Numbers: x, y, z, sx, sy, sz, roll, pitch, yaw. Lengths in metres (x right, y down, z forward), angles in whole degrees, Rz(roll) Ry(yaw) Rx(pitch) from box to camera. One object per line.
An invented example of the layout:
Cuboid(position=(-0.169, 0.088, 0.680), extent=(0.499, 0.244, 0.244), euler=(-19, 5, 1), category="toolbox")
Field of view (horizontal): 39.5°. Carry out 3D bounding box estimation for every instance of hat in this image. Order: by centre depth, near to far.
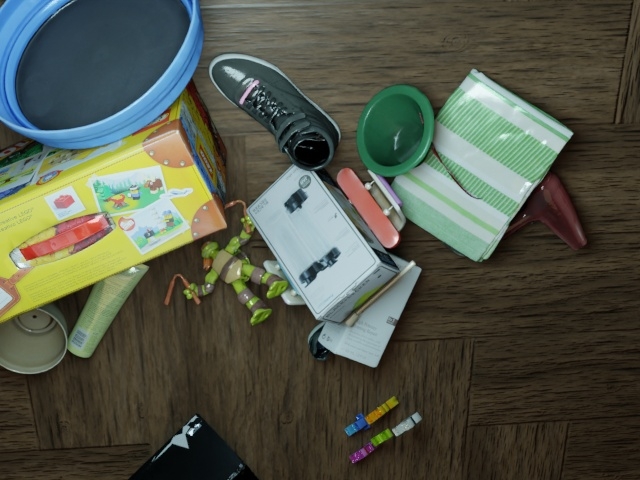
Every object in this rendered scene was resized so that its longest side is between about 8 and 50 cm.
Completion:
Cuboid(position=(0.192, -0.183, 1.762), extent=(0.173, 0.208, 0.184), euler=(-12, 163, 35), category="hat")

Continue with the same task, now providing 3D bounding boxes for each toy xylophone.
Cuboid(position=(0.052, 0.019, 1.782), extent=(0.322, 0.236, 0.081), euler=(-49, 149, 11), category="toy xylophone")

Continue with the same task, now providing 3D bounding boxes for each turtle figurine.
Cuboid(position=(-0.181, 0.072, 1.811), extent=(0.217, 0.087, 0.269), euler=(40, 96, 23), category="turtle figurine")

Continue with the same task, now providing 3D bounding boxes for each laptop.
Cuboid(position=(-0.282, 0.577, 2.067), extent=(0.234, 0.137, 0.264), euler=(-43, 141, -15), category="laptop")

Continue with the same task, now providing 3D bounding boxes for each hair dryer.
Cuboid(position=(0.415, -0.053, 1.853), extent=(0.294, 0.080, 0.223), euler=(16, 117, 2), category="hair dryer")

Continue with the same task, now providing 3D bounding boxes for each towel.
Cuboid(position=(0.308, -0.144, 1.770), extent=(0.248, 0.038, 0.324), euler=(34, 112, 5), category="towel")

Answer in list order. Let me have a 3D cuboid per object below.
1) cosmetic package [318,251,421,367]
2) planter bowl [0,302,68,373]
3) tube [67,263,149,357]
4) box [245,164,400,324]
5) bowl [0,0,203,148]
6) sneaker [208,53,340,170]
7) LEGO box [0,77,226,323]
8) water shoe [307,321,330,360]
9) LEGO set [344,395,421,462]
Cuboid(position=(0.102, 0.134, 1.849), extent=(0.117, 0.085, 0.231), euler=(23, 92, -33), category="cosmetic package")
Cuboid(position=(-0.596, 0.177, 1.839), extent=(0.162, 0.109, 0.162), euler=(-2, 117, -4), category="planter bowl")
Cuboid(position=(-0.453, 0.134, 1.866), extent=(0.070, 0.062, 0.240), euler=(5, 120, -58), category="tube")
Cuboid(position=(0.000, 0.000, 1.715), extent=(0.169, 0.290, 0.087), euler=(-44, 150, 14), category="box")
Cuboid(position=(-0.376, -0.322, 1.483), extent=(0.391, 0.391, 0.077), euler=(-22, 149, 6), category="bowl")
Cuboid(position=(-0.079, -0.239, 1.663), extent=(0.296, 0.147, 0.104), euler=(34, 110, -19), category="sneaker")
Cuboid(position=(-0.427, -0.078, 1.583), extent=(0.500, 0.372, 0.193), euler=(-23, 116, 5), category="LEGO box")
Cuboid(position=(0.054, 0.180, 1.922), extent=(0.073, 0.080, 0.203), euler=(33, 109, -20), category="water shoe")
Cuboid(position=(0.143, 0.415, 2.045), extent=(0.087, 0.093, 0.227), euler=(56, 133, 9), category="LEGO set")
